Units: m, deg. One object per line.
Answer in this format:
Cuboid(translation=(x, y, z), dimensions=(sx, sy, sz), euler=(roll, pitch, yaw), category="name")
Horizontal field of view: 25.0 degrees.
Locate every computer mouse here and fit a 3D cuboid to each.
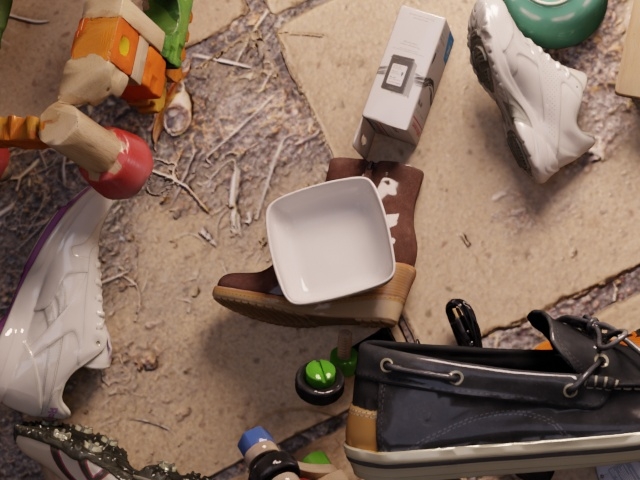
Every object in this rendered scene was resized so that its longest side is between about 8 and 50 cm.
Cuboid(translation=(0.203, 0.180, 1.697), dimensions=(0.041, 0.071, 0.242), euler=(-22, 75, -26), category="computer mouse")

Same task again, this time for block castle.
Cuboid(translation=(-0.318, -0.283, 1.801), dimensions=(0.303, 0.213, 0.453), euler=(3, 74, 24), category="block castle")

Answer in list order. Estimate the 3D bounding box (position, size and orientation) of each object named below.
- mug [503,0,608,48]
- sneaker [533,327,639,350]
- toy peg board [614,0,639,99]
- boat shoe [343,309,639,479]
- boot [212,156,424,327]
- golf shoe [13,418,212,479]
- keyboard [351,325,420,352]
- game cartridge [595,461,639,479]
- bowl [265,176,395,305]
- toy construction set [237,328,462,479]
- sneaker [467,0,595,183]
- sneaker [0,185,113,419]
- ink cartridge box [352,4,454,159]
Cuboid(translation=(0.271, -0.314, 1.737), dimensions=(0.129, 0.097, 0.158), euler=(-46, 77, 3), category="mug")
Cuboid(translation=(0.373, 0.167, 1.665), dimensions=(0.262, 0.099, 0.121), euler=(-7, 102, 9), category="sneaker")
Cuboid(translation=(0.441, -0.229, 1.701), dimensions=(0.160, 0.079, 0.161), euler=(12, 86, 10), category="toy peg board")
Cuboid(translation=(0.268, 0.148, 1.515), dimensions=(0.500, 0.187, 0.156), euler=(-6, 91, -3), category="boat shoe")
Cuboid(translation=(0.000, 0.000, 1.775), dimensions=(0.248, 0.090, 0.207), euler=(3, 71, 14), category="boot")
Cuboid(translation=(-0.268, 0.304, 1.767), dimensions=(0.273, 0.105, 0.120), euler=(22, 95, 14), category="golf shoe")
Cuboid(translation=(0.113, 0.195, 1.742), dimensions=(0.100, 0.038, 0.192), euler=(-34, 77, 30), category="keyboard")
Cuboid(translation=(0.357, 0.286, 1.680), dimensions=(0.056, 0.017, 0.083), euler=(-30, 77, 3), category="game cartridge")
Cuboid(translation=(0.013, 0.006, 1.693), dimensions=(0.142, 0.053, 0.142), euler=(-15, 72, 4), category="bowl")
Cuboid(translation=(0.061, 0.313, 1.659), dimensions=(0.309, 0.237, 0.257), euler=(30, 47, 27), category="toy construction set")
Cuboid(translation=(0.255, -0.192, 1.719), dimensions=(0.115, 0.090, 0.232), euler=(-27, 106, -7), category="sneaker")
Cuboid(translation=(-0.314, 0.080, 1.820), dimensions=(0.152, 0.114, 0.305), euler=(24, 85, -9), category="sneaker")
Cuboid(translation=(0.102, -0.181, 1.752), dimensions=(0.060, 0.104, 0.180), euler=(19, 87, 13), category="ink cartridge box")
